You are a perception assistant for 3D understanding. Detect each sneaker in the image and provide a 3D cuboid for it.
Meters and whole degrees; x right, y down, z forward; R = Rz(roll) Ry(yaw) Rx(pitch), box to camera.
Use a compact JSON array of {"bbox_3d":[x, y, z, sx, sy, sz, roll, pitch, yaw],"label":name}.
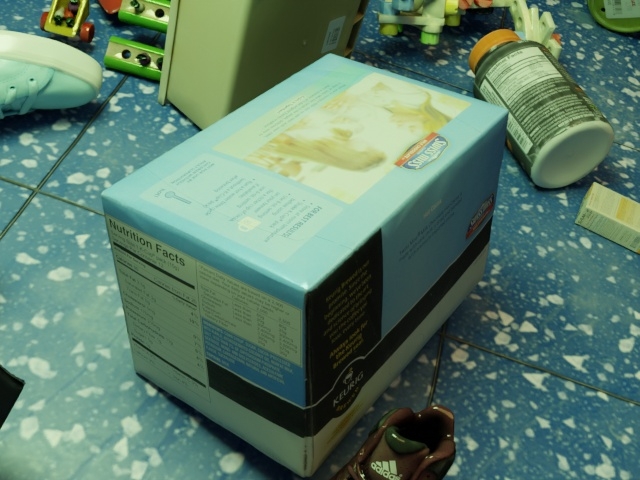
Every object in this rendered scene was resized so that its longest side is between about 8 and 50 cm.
[{"bbox_3d":[-0.438,-0.158,0.954,0.366,0.135,0.150,-1,79,-25],"label":"sneaker"},{"bbox_3d":[0.020,0.225,0.687,0.106,0.162,0.281,38,48,18],"label":"sneaker"}]

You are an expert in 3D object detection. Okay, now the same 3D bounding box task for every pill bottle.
[{"bbox_3d":[0.308,-0.203,1.199,0.131,0.130,0.245,-7,51,-23],"label":"pill bottle"}]

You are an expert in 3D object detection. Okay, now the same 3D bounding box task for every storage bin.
[{"bbox_3d":[-0.060,-0.289,1.072,0.123,0.262,0.260,42,50,20],"label":"storage bin"}]

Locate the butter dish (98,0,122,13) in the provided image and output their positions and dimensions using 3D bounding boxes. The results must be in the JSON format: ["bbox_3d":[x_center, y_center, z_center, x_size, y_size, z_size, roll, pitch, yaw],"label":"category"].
[{"bbox_3d":[-0.259,-0.405,1.228,0.160,0.118,0.160,-35,63,6],"label":"butter dish"}]

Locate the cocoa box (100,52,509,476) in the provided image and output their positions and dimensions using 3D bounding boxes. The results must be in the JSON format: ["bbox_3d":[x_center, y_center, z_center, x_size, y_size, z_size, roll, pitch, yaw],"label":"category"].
[{"bbox_3d":[0.000,0.000,0.811,0.232,0.227,0.347,24,44,28],"label":"cocoa box"}]

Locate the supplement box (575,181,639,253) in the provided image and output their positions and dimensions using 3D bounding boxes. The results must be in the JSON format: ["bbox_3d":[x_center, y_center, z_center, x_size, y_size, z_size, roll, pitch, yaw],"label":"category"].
[{"bbox_3d":[0.410,-0.031,1.136,0.098,0.036,0.062,28,46,9],"label":"supplement box"}]

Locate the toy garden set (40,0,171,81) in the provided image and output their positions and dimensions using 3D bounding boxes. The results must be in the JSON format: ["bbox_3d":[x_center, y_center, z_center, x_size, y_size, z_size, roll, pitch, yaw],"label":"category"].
[{"bbox_3d":[-0.257,-0.356,1.116,0.204,0.049,0.244,16,88,-1],"label":"toy garden set"}]

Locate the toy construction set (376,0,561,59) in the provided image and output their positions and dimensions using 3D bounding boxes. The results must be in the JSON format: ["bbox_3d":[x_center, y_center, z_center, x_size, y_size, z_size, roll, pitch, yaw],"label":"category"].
[{"bbox_3d":[0.236,-0.379,1.326,0.328,0.151,0.215,11,21,-18],"label":"toy construction set"}]

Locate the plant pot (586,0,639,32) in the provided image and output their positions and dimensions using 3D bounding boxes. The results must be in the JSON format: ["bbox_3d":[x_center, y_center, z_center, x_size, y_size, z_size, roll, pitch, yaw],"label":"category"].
[{"bbox_3d":[0.600,-0.539,1.542,0.275,0.274,0.293,22,62,3],"label":"plant pot"}]

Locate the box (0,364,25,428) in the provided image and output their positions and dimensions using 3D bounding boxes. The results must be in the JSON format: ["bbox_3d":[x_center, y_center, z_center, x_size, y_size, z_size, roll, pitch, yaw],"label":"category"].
[{"bbox_3d":[-0.369,0.176,0.593,0.184,0.103,0.261,22,69,7],"label":"box"}]
